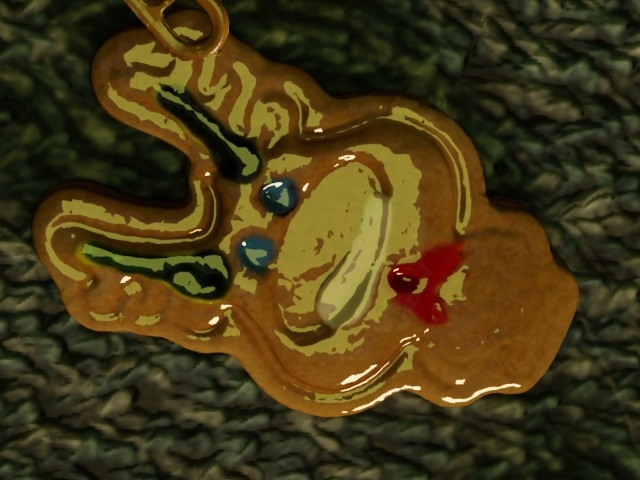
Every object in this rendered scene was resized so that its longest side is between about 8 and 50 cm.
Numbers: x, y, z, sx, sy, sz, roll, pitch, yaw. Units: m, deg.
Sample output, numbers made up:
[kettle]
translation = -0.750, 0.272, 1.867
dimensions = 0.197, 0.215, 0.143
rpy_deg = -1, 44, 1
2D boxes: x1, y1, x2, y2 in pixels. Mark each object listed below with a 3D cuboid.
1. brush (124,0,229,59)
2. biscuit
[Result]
[brush]
translation = -0.159, -0.217, 0.996
dimensions = 0.090, 0.017, 0.314
rpy_deg = -38, 103, 23
[biscuit]
translation = 0.000, 0.000, 1.101
dimensions = 0.334, 0.047, 0.202
rpy_deg = 23, 99, -17
